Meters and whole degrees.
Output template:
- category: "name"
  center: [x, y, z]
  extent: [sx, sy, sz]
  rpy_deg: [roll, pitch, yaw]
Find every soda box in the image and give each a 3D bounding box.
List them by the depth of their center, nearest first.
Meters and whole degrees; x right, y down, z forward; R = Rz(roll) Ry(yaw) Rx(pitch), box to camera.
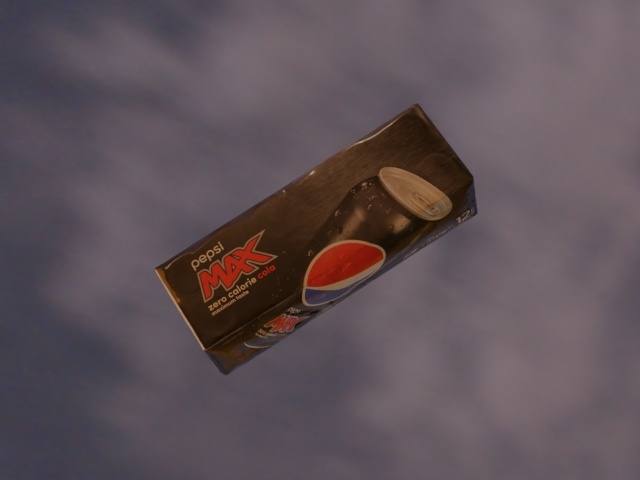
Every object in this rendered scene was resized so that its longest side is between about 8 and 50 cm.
- category: "soda box"
  center: [0.000, 0.000, 0.799]
  extent: [0.169, 0.060, 0.053]
  rpy_deg: [-33, -21, -4]
